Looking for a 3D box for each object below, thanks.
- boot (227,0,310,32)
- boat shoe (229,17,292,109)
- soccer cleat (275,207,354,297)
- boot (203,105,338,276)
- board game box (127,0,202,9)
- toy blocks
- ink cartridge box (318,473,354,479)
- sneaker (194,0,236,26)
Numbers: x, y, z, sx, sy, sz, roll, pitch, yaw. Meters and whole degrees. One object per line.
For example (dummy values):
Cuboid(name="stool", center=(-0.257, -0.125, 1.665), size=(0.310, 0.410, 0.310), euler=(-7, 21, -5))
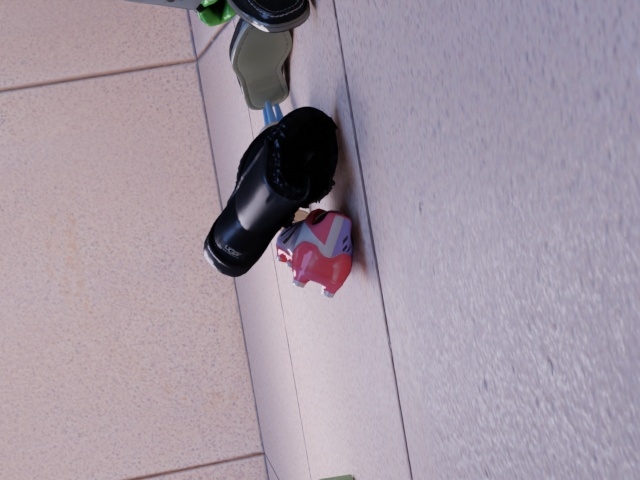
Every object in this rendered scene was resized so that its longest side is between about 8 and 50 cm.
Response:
Cuboid(name="boot", center=(-0.091, -0.360, 1.526), size=(0.179, 0.085, 0.236), euler=(77, 166, -56))
Cuboid(name="boat shoe", center=(-0.084, -0.250, 1.782), size=(0.228, 0.081, 0.069), euler=(93, 161, -68))
Cuboid(name="soccer cleat", center=(0.000, 0.000, 1.594), size=(0.248, 0.083, 0.095), euler=(-115, 47, -80))
Cuboid(name="boot", center=(-0.033, -0.090, 1.584), size=(0.207, 0.094, 0.246), euler=(-47, 11, 49))
Cuboid(name="board game box", center=(-0.115, -0.403, 1.343), size=(0.303, 0.097, 0.224), euler=(-36, 60, 50))
Cuboid(name="toy blocks", center=(-0.054, -0.103, 1.854), size=(0.123, 0.054, 0.148), euler=(97, 162, -62))
Cuboid(name="ink cartridge box", center=(0.048, 0.457, 1.844), size=(0.171, 0.056, 0.235), euler=(-127, 30, -71))
Cuboid(name="sneaker", center=(-0.163, -0.443, 2.030), size=(0.343, 0.134, 0.146), euler=(76, 174, -70))
